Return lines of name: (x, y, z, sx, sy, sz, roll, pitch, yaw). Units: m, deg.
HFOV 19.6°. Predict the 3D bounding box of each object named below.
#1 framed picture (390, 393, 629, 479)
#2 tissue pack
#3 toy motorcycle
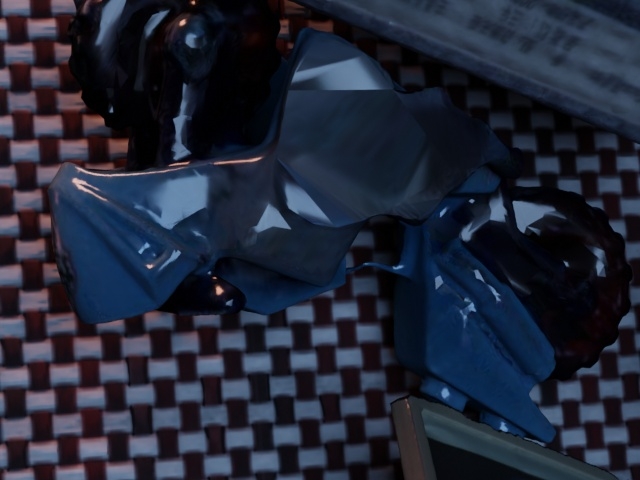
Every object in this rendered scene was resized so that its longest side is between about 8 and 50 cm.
framed picture: (0.144, 0.207, 1.115, 0.265, 0.018, 0.192, 24, 44, -44)
tissue pack: (0.107, -0.225, 1.151, 0.394, 0.124, 0.288, 21, 39, -15)
toy motorcycle: (0.000, 0.000, 1.137, 0.416, 0.172, 0.232, 32, 80, -23)
